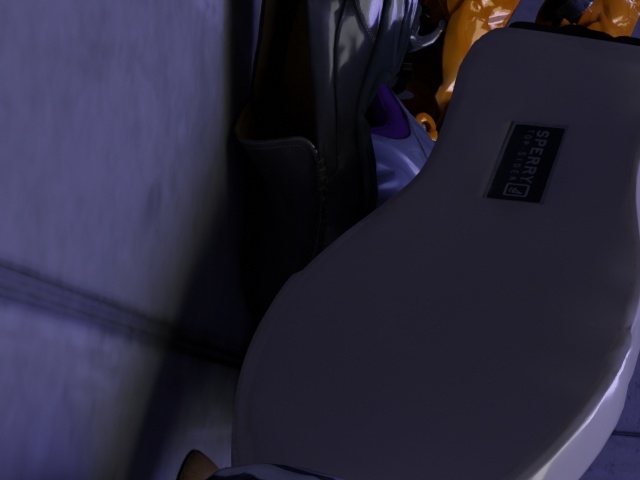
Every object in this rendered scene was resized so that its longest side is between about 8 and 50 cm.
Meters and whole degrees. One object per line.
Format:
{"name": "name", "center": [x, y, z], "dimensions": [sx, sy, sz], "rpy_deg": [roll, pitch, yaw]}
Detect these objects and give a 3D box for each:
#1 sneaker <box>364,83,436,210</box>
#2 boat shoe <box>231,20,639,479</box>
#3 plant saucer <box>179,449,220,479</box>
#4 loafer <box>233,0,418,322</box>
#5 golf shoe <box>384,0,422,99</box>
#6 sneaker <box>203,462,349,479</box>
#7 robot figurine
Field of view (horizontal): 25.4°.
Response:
{"name": "sneaker", "center": [0.000, 0.000, 0.692], "dimensions": [0.098, 0.083, 0.224], "rpy_deg": [53, 36, -21]}
{"name": "boat shoe", "center": [0.070, 0.052, 0.564], "dimensions": [0.340, 0.127, 0.158], "rpy_deg": [-53, 148, -49]}
{"name": "plant saucer", "center": [-0.043, 0.120, 0.525], "dimensions": [0.083, 0.015, 0.083], "rpy_deg": [4, 90, -84]}
{"name": "loafer", "center": [-0.012, -0.042, 0.573], "dimensions": [0.061, 0.062, 0.170], "rpy_deg": [-6, 112, -44]}
{"name": "golf shoe", "center": [0.048, -0.125, 0.994], "dimensions": [0.094, 0.077, 0.198], "rpy_deg": [57, 33, -41]}
{"name": "sneaker", "center": [-0.029, 0.113, 0.260], "dimensions": [0.321, 0.127, 0.126], "rpy_deg": [-171, -92, -72]}
{"name": "robot figurine", "center": [0.108, -0.104, 0.927], "dimensions": [0.085, 0.211, 0.291], "rpy_deg": [-22, -148, 55]}
